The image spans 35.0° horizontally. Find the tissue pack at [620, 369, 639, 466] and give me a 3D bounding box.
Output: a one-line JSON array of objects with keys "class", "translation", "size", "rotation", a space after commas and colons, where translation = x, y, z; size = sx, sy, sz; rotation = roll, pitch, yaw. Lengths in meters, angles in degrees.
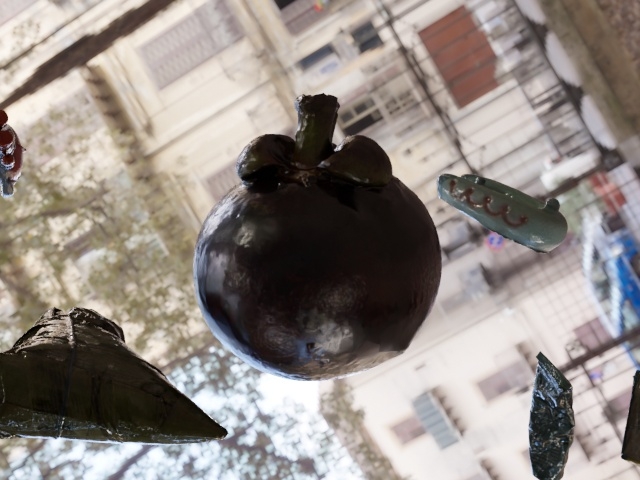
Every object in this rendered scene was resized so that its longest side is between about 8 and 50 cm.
[{"class": "tissue pack", "translation": [0.446, 0.234, 1.256], "size": [0.169, 0.082, 0.120], "rotation": [27, -107, -47]}]

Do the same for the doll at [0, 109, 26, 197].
[{"class": "doll", "translation": [-0.415, -0.117, 1.318], "size": [0.104, 0.062, 0.195], "rotation": [58, 161, 0]}]

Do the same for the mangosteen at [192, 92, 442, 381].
[{"class": "mangosteen", "translation": [0.004, 0.018, 1.187], "size": [0.297, 0.293, 0.297], "rotation": [21, -143, -17]}]

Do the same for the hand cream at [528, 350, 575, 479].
[{"class": "hand cream", "translation": [0.345, 0.282, 1.534], "size": [0.075, 0.052, 0.247], "rotation": [27, 141, 35]}]

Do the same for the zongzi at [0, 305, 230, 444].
[{"class": "zongzi", "translation": [-0.241, 0.170, 1.247], "size": [0.251, 0.274, 0.125], "rotation": [-99, 18, -75]}]

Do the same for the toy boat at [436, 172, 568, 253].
[{"class": "toy boat", "translation": [0.280, -0.057, 1.530], "size": [0.208, 0.078, 0.134], "rotation": [33, -162, 31]}]
